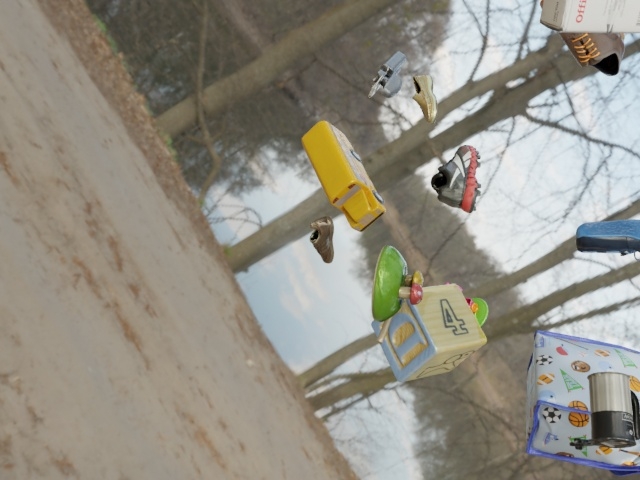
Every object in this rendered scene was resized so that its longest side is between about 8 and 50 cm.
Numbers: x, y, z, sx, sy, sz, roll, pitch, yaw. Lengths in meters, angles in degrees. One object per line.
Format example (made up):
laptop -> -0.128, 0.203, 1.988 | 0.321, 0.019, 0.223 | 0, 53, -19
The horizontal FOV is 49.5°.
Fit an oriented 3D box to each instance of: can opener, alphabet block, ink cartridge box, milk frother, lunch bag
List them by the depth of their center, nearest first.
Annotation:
ink cartridge box -> 0.519, -0.455, 1.235 | 0.092, 0.217, 0.159 | -114, -155, -60
milk frother -> 0.566, 0.351, 1.411 | 0.129, 0.143, 0.135 | 35, 53, -42
alphabet block -> 0.292, 0.250, 1.889 | 0.197, 0.192, 0.194 | -3, 57, -37
lunch bag -> 0.772, 0.451, 1.914 | 0.328, 0.385, 0.239 | -67, 160, -54
can opener -> 0.223, -0.506, 2.166 | 0.095, 0.076, 0.283 | 33, 38, 3

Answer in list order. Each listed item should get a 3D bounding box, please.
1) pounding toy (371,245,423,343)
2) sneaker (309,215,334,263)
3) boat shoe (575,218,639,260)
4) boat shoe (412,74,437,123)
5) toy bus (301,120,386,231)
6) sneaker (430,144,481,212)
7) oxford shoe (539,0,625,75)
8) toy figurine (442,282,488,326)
pounding toy -> 0.197, 0.125, 1.661 | 0.237, 0.110, 0.183 | 78, 25, -49
sneaker -> 0.000, 0.000, 2.081 | 0.189, 0.071, 0.066 | 90, -15, -45
boat shoe -> 0.843, -0.004, 1.936 | 0.109, 0.258, 0.089 | -69, 160, -47
boat shoe -> 0.336, -0.465, 2.287 | 0.068, 0.072, 0.190 | 112, -24, -55
toy bus -> 0.063, -0.185, 1.978 | 0.130, 0.108, 0.333 | 29, 29, -46
sneaker -> 0.385, -0.190, 1.986 | 0.276, 0.135, 0.098 | -76, 174, -47
oxford shoe -> 0.670, -0.517, 1.736 | 0.363, 0.129, 0.133 | 11, 72, -42
toy figurine -> 0.394, 0.204, 2.068 | 0.159, 0.173, 0.130 | 42, -24, -29
